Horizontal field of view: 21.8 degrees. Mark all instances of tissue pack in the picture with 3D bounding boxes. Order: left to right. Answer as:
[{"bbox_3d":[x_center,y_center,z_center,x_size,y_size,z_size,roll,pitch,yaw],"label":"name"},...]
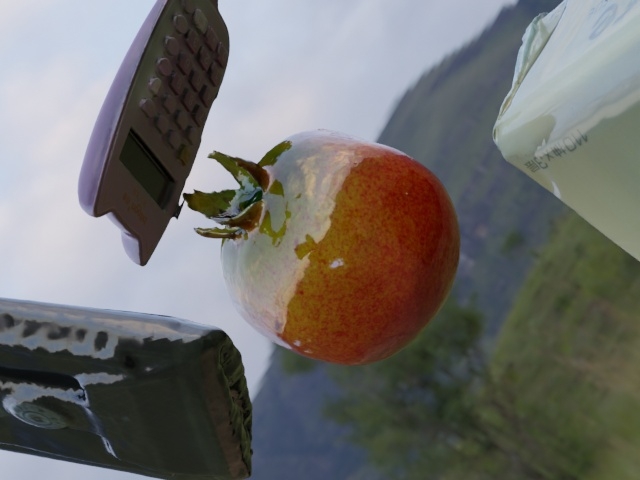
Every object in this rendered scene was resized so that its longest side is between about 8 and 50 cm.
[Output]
[{"bbox_3d":[0.389,-0.125,1.349,0.405,0.332,0.205,-37,21,54],"label":"tissue pack"}]

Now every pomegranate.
[{"bbox_3d":[0.000,0.000,1.496,0.221,0.257,0.221,-51,24,34],"label":"pomegranate"}]

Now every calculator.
[{"bbox_3d":[-0.166,-0.134,1.714,0.194,0.043,0.294,55,-127,-63],"label":"calculator"}]

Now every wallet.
[{"bbox_3d":[-0.159,0.072,0.851,0.168,0.245,0.052,80,-162,-62],"label":"wallet"}]
